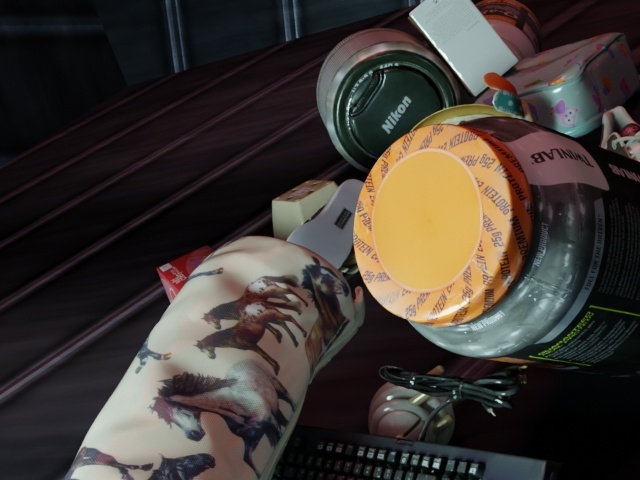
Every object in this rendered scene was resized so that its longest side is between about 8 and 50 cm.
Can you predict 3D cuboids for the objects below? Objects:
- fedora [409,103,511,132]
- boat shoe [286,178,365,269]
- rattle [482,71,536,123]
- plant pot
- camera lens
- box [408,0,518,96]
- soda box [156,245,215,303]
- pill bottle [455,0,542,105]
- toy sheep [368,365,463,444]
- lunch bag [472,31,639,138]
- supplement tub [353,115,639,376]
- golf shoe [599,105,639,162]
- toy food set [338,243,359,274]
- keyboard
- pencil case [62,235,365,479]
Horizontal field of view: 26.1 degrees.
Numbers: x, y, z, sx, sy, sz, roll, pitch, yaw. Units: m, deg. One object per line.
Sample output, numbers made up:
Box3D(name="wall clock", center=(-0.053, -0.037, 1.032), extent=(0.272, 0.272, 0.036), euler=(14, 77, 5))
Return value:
Box3D(name="fedora", center=(0.216, -0.116, 1.986), extent=(0.194, 0.194, 0.079), euler=(-15, 55, 20))
Box3D(name="boat shoe", center=(0.000, 0.000, 1.890), extent=(0.076, 0.080, 0.228), euler=(-51, 4, 44))
Box3D(name="rattle", center=(0.313, -0.146, 1.810), extent=(0.142, 0.200, 0.130), euler=(-12, 19, 26))
Box3D(name="plant pot", center=(-0.009, -0.030, 2.015), extent=(0.109, 0.096, 0.109), euler=(-29, 18, -27))
Box3D(name="camera lens", center=(0.107, -0.234, 2.294), extent=(0.219, 0.219, 0.274), euler=(-21, 17, 1))
Box3D(name="box", center=(0.228, -0.324, 2.231), extent=(0.091, 0.170, 0.130), euler=(-39, 2, 5))
Box3D(name="soda box", center=(-0.139, 0.085, 1.818), extent=(0.083, 0.092, 0.263), euler=(-24, 17, -12))
Box3D(name="pill bottle", center=(0.306, -0.325, 2.444), extent=(0.162, 0.162, 0.278), euler=(-16, 17, 17))
Box3D(name="toy sheep", center=(0.086, 0.168, 1.304), extent=(0.091, 0.091, 0.132), euler=(-14, 6, 21))
Box3D(name="lunch bag", center=(0.364, -0.226, 2.158), extent=(0.224, 0.108, 0.279), euler=(-16, 14, 35))
Box3D(name="supplement tub", center=(0.198, 0.009, 1.224), extent=(0.207, 0.207, 0.338), euler=(-6, -12, 41))
Box3D(name="golf shoe", center=(0.382, -0.074, 1.653), extent=(0.105, 0.120, 0.273), euler=(-19, 18, 1))
Box3D(name="toy food set", center=(0.077, 0.006, 1.921), extent=(0.192, 0.039, 0.132), euler=(-38, 16, -16))
Box3D(name="keyboard", center=(0.074, 0.189, 1.197), extent=(0.317, 0.033, 0.202), euler=(-1, 57, 48))
Box3D(name="pencil case", center=(-0.096, 0.168, 1.219), extent=(0.183, 0.160, 0.410), euler=(23, 47, 6))
